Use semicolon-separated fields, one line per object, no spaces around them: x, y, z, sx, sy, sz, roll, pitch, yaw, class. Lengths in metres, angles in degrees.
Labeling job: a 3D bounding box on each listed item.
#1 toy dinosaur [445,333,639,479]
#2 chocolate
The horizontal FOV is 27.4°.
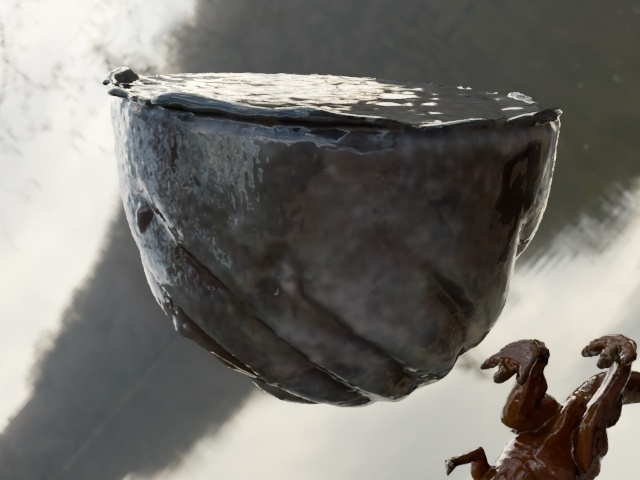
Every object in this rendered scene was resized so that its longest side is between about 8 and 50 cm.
0.220;0.153;1.132;0.432;0.097;0.208;-31;-45;-32;toy dinosaur
0.000;0.000;0.868;0.303;0.303;0.213;-60;-27;-78;chocolate
